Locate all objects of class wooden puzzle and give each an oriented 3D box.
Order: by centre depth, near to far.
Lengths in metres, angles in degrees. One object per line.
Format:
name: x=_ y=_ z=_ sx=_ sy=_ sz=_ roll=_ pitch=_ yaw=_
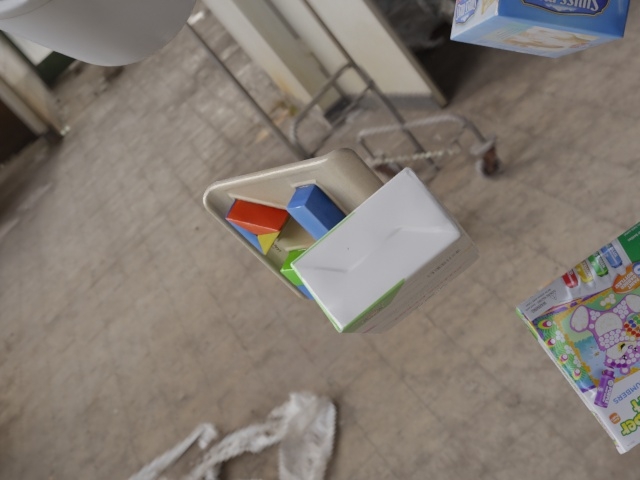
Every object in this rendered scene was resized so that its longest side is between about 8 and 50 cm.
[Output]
wooden puzzle: x=0.000 y=0.000 z=1.715 sx=0.348 sy=0.322 sz=0.080 roll=-13 pitch=42 yaw=43

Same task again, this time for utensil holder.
utensil holder: x=-0.384 y=-0.444 z=1.457 sx=0.328 sy=0.327 sz=0.385 roll=-37 pitch=-9 yaw=11

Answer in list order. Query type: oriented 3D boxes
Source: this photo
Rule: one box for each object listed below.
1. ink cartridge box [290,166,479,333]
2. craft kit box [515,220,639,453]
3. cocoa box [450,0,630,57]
ink cartridge box: x=0.107 y=0.028 z=1.420 sx=0.207 sy=0.119 sz=0.353 roll=-39 pitch=-13 yaw=6
craft kit box: x=0.444 y=0.125 z=1.383 sx=0.250 sy=0.246 sz=0.061 roll=-35 pitch=-15 yaw=-1
cocoa box: x=0.393 y=-0.469 z=1.784 sx=0.347 sy=0.232 sz=0.227 roll=-140 pitch=59 yaw=-83
